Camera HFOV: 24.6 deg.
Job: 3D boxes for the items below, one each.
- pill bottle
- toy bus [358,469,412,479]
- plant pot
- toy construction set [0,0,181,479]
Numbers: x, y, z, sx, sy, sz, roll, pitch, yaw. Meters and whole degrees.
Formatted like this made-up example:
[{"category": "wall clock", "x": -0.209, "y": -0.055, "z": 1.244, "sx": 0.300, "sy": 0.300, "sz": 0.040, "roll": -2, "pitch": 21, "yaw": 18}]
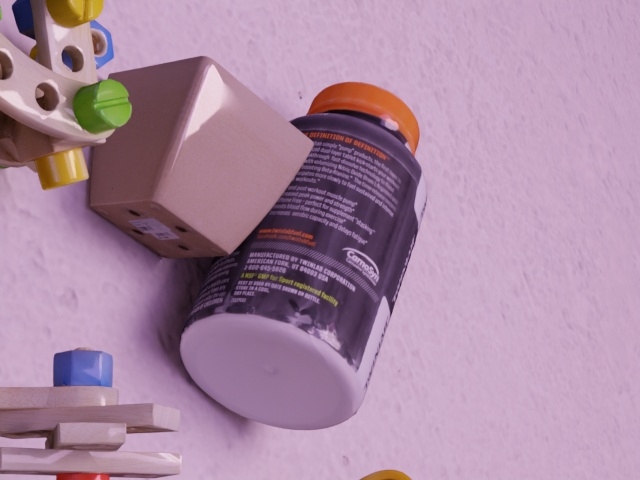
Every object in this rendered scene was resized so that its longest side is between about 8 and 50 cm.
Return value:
[{"category": "pill bottle", "x": 0.000, "y": 0.000, "z": 1.033, "sx": 0.130, "sy": 0.130, "sz": 0.245, "roll": 47, "pitch": 46, "yaw": -30}, {"category": "toy bus", "x": 0.049, "y": 0.236, "z": 1.026, "sx": 0.191, "sy": 0.202, "sz": 0.104, "roll": 0, "pitch": 46, "yaw": -45}, {"category": "plant pot", "x": -0.089, "y": -0.047, "z": 0.971, "sx": 0.109, "sy": 0.109, "sz": 0.096, "roll": 37, "pitch": 64, "yaw": -37}, {"category": "toy construction set", "x": -0.188, "y": -0.004, "z": 0.809, "sx": 0.215, "sy": 0.151, "sz": 0.327, "roll": 14, "pitch": 56, "yaw": -48}]
